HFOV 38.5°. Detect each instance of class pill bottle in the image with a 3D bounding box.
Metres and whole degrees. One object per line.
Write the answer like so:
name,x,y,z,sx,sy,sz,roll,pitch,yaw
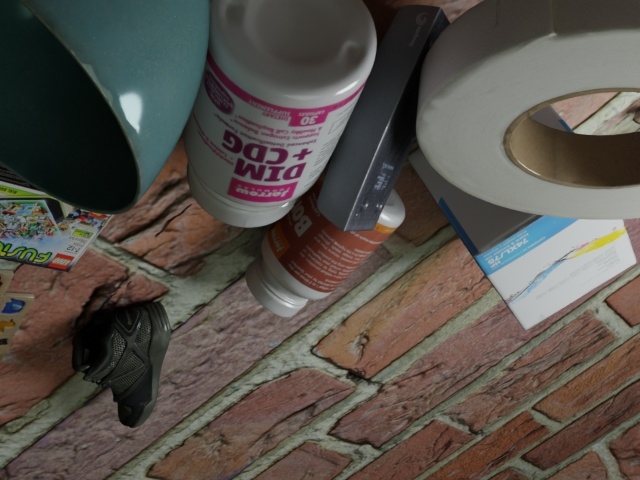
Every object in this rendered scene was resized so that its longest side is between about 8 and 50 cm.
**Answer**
pill bottle,0.000,0.000,1.215,0.121,0.121,0.216,18,125,-45
pill bottle,-0.055,-0.133,0.938,0.160,0.160,0.283,-13,159,-20

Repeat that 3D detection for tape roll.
tape roll,0.291,-0.129,0.927,0.392,0.072,0.392,6,159,2

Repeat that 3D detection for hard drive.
hard drive,0.076,-0.134,1.035,0.254,0.054,0.172,-67,167,7

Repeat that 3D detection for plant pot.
plant pot,-0.205,-0.192,0.753,0.195,0.290,0.290,-54,154,-27

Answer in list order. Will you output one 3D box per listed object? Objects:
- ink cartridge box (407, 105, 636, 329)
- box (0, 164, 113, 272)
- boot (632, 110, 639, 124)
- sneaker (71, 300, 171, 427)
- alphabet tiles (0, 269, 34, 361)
ink cartridge box,0.288,-0.042,1.285,0.197,0.198,0.270,-34,144,8
box,-0.347,-0.030,1.023,0.207,0.036,0.114,15,127,-44
boot,0.528,-0.217,1.366,0.118,0.042,0.087,-11,135,-24
sneaker,-0.291,0.182,1.287,0.130,0.087,0.227,-6,136,-25
alphabet tiles,-0.479,0.114,1.142,0.198,0.009,0.237,7,132,-38
